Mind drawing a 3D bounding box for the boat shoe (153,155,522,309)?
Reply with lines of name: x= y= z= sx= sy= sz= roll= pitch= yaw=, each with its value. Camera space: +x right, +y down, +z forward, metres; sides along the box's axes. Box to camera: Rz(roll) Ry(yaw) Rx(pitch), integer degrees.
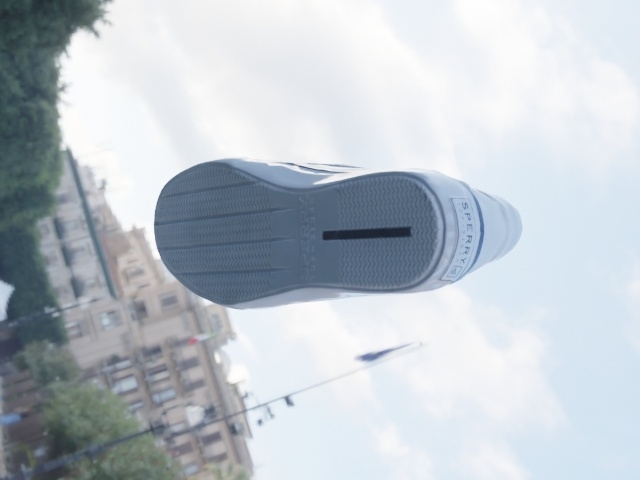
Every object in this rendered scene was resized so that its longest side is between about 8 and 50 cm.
boat shoe: x=0.000 y=0.000 z=0.464 sx=0.226 sy=0.076 sz=0.083 roll=8 pitch=-86 yaw=46
